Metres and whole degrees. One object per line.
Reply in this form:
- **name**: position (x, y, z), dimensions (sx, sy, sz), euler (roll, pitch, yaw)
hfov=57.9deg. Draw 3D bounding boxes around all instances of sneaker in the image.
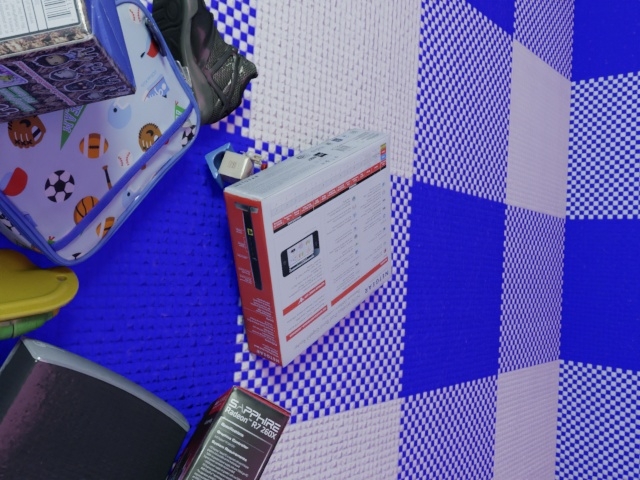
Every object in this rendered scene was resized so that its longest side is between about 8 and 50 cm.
- **sneaker**: position (-0.168, -0.289, 0.853), dimensions (0.130, 0.087, 0.228), euler (-28, 114, -46)

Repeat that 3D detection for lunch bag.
- **lunch bag**: position (-0.276, -0.134, 0.692), dimensions (0.303, 0.115, 0.243), euler (-55, 145, -29)

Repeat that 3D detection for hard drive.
- **hard drive**: position (-0.275, 0.237, 0.678), dimensions (0.254, 0.054, 0.172), euler (44, 59, -39)

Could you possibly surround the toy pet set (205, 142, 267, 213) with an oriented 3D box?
- **toy pet set**: position (-0.143, -0.095, 0.921), dimensions (0.114, 0.065, 0.122), euler (72, 35, -73)

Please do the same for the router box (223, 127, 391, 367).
- **router box**: position (0.000, 0.000, 0.995), dimensions (0.335, 0.082, 0.301), euler (-33, 129, -43)

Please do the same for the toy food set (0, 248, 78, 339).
- **toy food set**: position (-0.378, 0.073, 0.624), dimensions (0.217, 0.128, 0.071), euler (-6, 125, -49)

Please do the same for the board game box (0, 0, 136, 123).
- **board game box**: position (-0.333, -0.216, 0.469), dimensions (0.291, 0.141, 0.232), euler (-13, 88, -5)

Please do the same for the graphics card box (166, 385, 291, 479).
- **graphics card box**: position (-0.182, 0.380, 0.746), dimensions (0.094, 0.233, 0.371), euler (30, 64, -6)
